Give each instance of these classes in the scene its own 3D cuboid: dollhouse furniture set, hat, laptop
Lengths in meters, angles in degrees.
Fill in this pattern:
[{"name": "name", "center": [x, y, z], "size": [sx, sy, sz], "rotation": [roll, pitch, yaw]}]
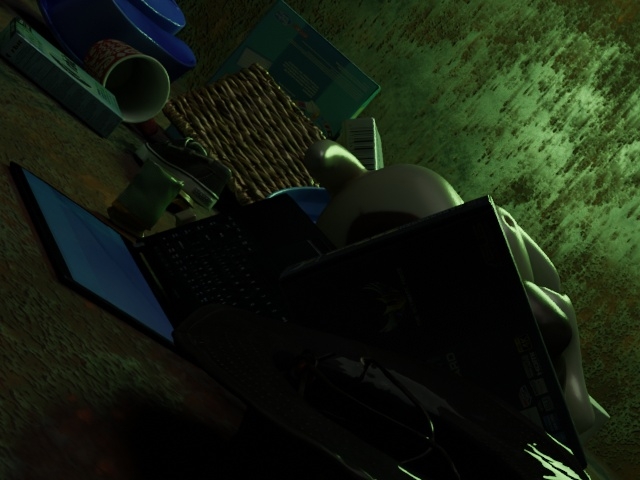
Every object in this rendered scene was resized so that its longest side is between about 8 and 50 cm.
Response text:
[{"name": "dollhouse furniture set", "center": [-0.148, -0.015, 1.184], "size": [0.058, 0.076, 0.151], "rotation": [45, 5, 39]}, {"name": "hat", "center": [0.037, 0.164, 0.734], "size": [0.331, 0.134, 0.331], "rotation": [23, 6, -2]}, {"name": "laptop", "center": [-0.115, -0.007, 1.010], "size": [0.234, 0.264, 0.136], "rotation": [-131, -152, -53]}]

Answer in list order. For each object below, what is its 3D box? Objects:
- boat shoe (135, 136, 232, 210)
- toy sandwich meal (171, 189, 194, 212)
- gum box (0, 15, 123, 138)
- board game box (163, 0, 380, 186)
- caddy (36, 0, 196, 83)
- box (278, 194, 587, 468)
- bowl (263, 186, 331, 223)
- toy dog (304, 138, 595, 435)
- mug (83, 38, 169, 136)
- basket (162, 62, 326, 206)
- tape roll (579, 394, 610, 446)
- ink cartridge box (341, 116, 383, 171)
[{"name": "boat shoe", "center": [-0.189, -0.105, 1.577], "size": [0.078, 0.070, 0.219], "rotation": [43, -7, -38]}, {"name": "toy sandwich meal", "center": [-0.203, -0.063, 1.475], "size": [0.085, 0.029, 0.085], "rotation": [40, -6, 5]}, {"name": "gum box", "center": [-0.367, -0.232, 1.580], "size": [0.184, 0.041, 0.157], "rotation": [40, 5, -24]}, {"name": "board game box", "center": [-0.091, -0.247, 2.133], "size": [0.254, 0.336, 0.079], "rotation": [42, 5, 1]}, {"name": "caddy", "center": [-0.394, -0.401, 2.113], "size": [0.341, 0.179, 0.241], "rotation": [36, 32, -51]}, {"name": "box", "center": [0.092, 0.101, 0.913], "size": [0.059, 0.183, 0.233], "rotation": [-55, 125, -78]}, {"name": "bowl", "center": [0.085, 0.053, 1.566], "size": [0.391, 0.077, 0.391], "rotation": [19, 23, -8]}, {"name": "toy dog", "center": [0.133, 0.084, 1.149], "size": [0.408, 0.284, 0.395], "rotation": [-102, 168, -68]}, {"name": "mug", "center": [-0.333, -0.256, 1.871], "size": [0.113, 0.150, 0.169], "rotation": [-3, 23, -26]}, {"name": "basket", "center": [-0.131, -0.120, 1.949], "size": [0.299, 0.223, 0.213], "rotation": [49, -35, 18]}, {"name": "tape roll", "center": [0.365, 0.288, 1.986], "size": [0.246, 0.169, 0.246], "rotation": [41, 6, -5]}, {"name": "ink cartridge box", "center": [0.096, -0.048, 2.157], "size": [0.330, 0.071, 0.324], "rotation": [28, 58, -81]}]
